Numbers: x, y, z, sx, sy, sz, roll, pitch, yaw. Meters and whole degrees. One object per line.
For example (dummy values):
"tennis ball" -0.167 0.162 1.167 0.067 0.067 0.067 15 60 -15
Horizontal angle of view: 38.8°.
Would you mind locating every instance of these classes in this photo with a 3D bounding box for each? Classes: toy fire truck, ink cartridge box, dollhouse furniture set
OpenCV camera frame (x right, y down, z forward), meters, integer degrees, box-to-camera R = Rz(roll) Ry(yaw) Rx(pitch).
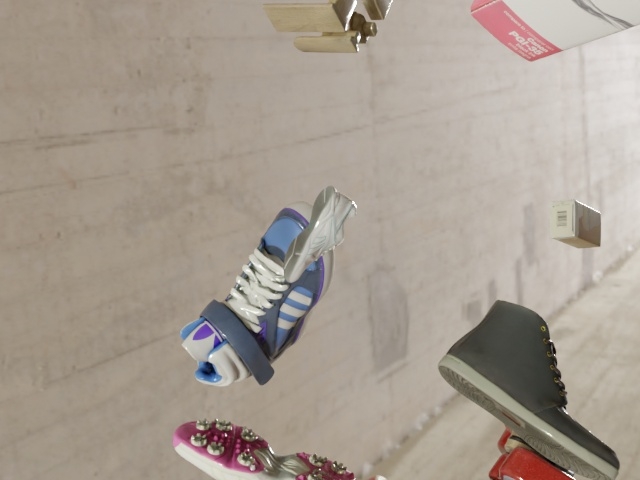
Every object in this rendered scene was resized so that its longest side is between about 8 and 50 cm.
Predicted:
"toy fire truck" 0.309 0.346 1.129 0.169 0.254 0.302 -54 -20 -17
"ink cartridge box" 0.326 -0.339 1.018 0.117 0.283 0.207 33 -107 -22
"dollhouse furniture set" 0.015 -0.375 1.432 0.144 0.123 0.151 53 -129 -51

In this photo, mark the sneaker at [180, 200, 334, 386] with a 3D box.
"sneaker" -0.112 0.105 1.464 0.236 0.130 0.322 -28 -33 -40

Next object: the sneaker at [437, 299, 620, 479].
"sneaker" 0.251 0.159 1.000 0.118 0.222 0.083 -48 -20 -16

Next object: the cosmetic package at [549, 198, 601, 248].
"cosmetic package" 0.399 -0.025 1.420 0.115 0.041 0.060 12 -103 -52

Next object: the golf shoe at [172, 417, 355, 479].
"golf shoe" -0.100 0.387 1.443 0.115 0.306 0.140 -56 -15 -67

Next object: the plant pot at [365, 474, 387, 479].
"plant pot" 0.045 0.477 1.258 0.243 0.275 0.275 -39 -39 2

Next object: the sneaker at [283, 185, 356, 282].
"sneaker" 0.000 0.000 1.300 0.061 0.053 0.152 27 -80 -27
